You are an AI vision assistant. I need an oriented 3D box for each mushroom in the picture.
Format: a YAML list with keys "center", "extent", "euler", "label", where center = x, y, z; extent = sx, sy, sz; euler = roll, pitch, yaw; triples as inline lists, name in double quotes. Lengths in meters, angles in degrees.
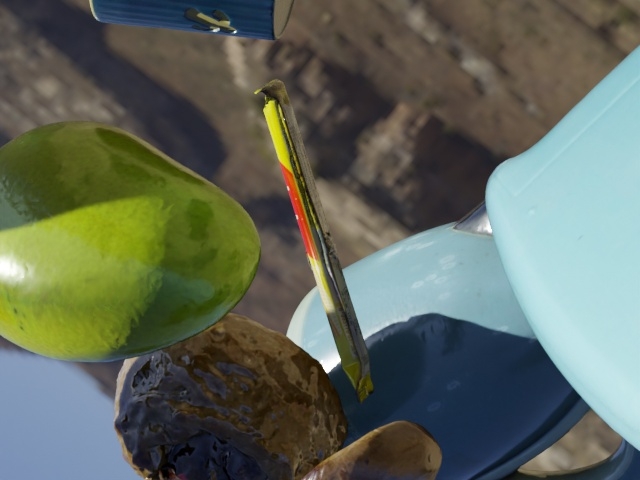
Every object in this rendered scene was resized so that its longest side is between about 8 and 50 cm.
- center: [0.033, 0.179, 1.449]
  extent: [0.052, 0.123, 0.123]
  euler: [61, -174, 21]
  label: "mushroom"

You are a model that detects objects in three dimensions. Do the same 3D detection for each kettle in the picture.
- center: [0.183, 0.120, 1.900]
  extent: [0.342, 0.247, 0.319]
  euler: [-30, 99, 44]
  label: "kettle"

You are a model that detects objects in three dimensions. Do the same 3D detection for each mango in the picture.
- center: [-0.178, 0.006, 1.519]
  extent: [0.273, 0.185, 0.149]
  euler: [28, 162, 45]
  label: "mango"

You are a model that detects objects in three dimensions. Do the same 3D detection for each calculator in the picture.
- center: [0.217, -0.018, 1.024]
  extent: [0.054, 0.256, 0.386]
  euler: [43, -173, -30]
  label: "calculator"

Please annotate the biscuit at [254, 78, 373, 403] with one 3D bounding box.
- center: [0.000, 0.000, 1.719]
  extent: [0.048, 0.026, 0.292]
  euler: [-29, -78, -67]
  label: "biscuit"

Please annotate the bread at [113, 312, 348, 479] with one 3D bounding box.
- center: [-0.089, 0.175, 1.820]
  extent: [0.230, 0.230, 0.123]
  euler: [38, -140, -9]
  label: "bread"

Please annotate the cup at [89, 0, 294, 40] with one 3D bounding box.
- center: [-0.097, -0.230, 1.646]
  extent: [0.155, 0.131, 0.176]
  euler: [12, 177, 9]
  label: "cup"
